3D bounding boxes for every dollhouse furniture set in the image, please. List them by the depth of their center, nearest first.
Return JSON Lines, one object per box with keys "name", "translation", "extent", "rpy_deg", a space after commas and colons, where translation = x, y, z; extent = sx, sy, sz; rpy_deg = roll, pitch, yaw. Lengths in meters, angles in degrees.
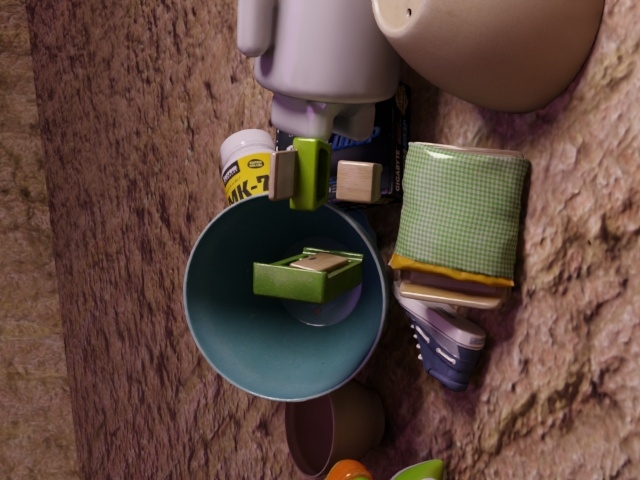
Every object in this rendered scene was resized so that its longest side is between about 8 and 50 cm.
{"name": "dollhouse furniture set", "translation": [0.087, -0.021, 1.393], "extent": [0.301, 0.151, 0.197], "rpy_deg": [7, 99, 22]}

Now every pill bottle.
{"name": "pill bottle", "translation": [-0.104, -0.083, 1.951], "extent": [0.119, 0.119, 0.208], "rpy_deg": [-57, 41, 45]}

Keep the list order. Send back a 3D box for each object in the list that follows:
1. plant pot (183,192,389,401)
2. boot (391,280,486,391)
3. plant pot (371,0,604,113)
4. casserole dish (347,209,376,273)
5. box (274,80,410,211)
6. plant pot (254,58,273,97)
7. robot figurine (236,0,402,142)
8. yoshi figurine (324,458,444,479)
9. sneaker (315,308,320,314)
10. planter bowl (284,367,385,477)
{"name": "plant pot", "translation": [-0.027, 0.071, 1.634], "extent": [0.195, 0.290, 0.290], "rpy_deg": [-16, -68, -74]}
{"name": "boot", "translation": [0.145, 0.126, 1.522], "extent": [0.190, 0.069, 0.086], "rpy_deg": [40, 118, 55]}
{"name": "plant pot", "translation": [0.175, -0.301, 1.356], "extent": [0.284, 0.191, 0.284], "rpy_deg": [-5, 85, 61]}
{"name": "casserole dish", "translation": [0.000, 0.000, 1.744], "extent": [0.188, 0.037, 0.114], "rpy_deg": [1, 97, 19]}
{"name": "box", "translation": [0.030, -0.131, 1.666], "extent": [0.220, 0.051, 0.175], "rpy_deg": [-8, 74, 37]}
{"name": "plant pot", "translation": [-0.004, -0.266, 1.749], "extent": [0.236, 0.032, 0.236], "rpy_deg": [27, 139, 26]}
{"name": "robot figurine", "translation": [0.016, -0.311, 1.511], "extent": [0.200, 0.300, 0.353], "rpy_deg": [25, 115, 45]}
{"name": "yoshi figurine", "translation": [0.123, 0.421, 1.448], "extent": [0.362, 0.203, 0.203], "rpy_deg": [11, 114, 60]}
{"name": "sneaker", "translation": [-0.048, 0.045, 1.825], "extent": [0.112, 0.131, 0.319], "rpy_deg": [52, 133, 50]}
{"name": "planter bowl", "translation": [0.029, 0.269, 1.695], "extent": [0.162, 0.109, 0.162], "rpy_deg": [-2, 88, 63]}
